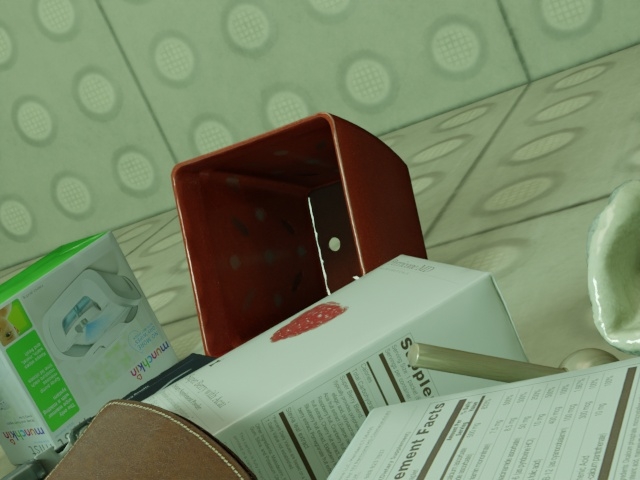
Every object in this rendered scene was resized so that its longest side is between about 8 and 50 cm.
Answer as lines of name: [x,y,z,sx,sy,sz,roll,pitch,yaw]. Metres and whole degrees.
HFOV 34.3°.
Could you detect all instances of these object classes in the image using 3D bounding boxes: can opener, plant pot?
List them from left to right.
can opener: [-0.342,0.308,1.234,0.283,0.076,0.095,-34,-16,-31]
plant pot: [0.000,0.000,1.365,0.267,0.267,0.236,-15,-7,35]

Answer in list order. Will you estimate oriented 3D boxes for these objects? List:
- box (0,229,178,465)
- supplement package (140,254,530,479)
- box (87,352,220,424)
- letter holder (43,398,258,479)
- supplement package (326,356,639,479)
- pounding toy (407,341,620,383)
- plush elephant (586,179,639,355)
box: [-0.368,0.151,1.475,0.127,0.231,0.262,-14,17,38]
supplement package: [0.022,0.158,0.897,0.293,0.175,0.177,-29,13,-17]
box: [-0.132,0.210,1.111,0.153,0.108,0.207,-32,15,-27]
letter holder: [-0.104,0.244,0.695,0.214,0.152,0.302,-55,23,-15]
supplement package: [0.093,0.213,0.386,0.145,0.261,0.204,-17,16,30]
pounding toy: [0.150,0.188,0.682,0.183,0.110,0.236,1,46,-17]
plush elephant: [0.304,0.059,0.588,0.330,0.272,0.255,-41,29,27]
